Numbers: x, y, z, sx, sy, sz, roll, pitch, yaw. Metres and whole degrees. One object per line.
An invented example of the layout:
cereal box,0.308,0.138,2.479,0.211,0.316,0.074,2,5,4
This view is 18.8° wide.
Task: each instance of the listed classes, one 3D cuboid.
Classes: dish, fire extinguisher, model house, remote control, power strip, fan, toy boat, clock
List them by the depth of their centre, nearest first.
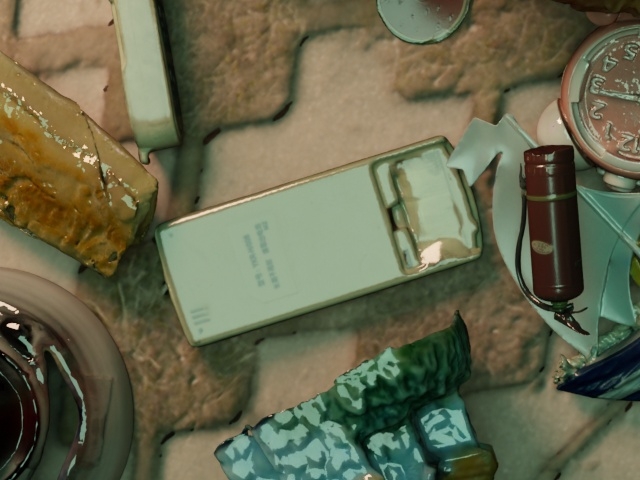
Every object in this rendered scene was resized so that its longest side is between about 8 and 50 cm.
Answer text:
model house,0.070,0.215,1.598,0.226,0.261,0.241,-28,84,5
fire extinguisher,0.192,-0.001,1.633,0.045,0.078,0.157,-13,101,-37
toy boat,0.226,0.007,1.659,0.291,0.067,0.220,43,113,-1
clock,0.281,-0.120,1.679,0.166,0.093,0.162,18,99,11
dish,-0.311,0.159,1.711,0.273,0.134,0.273,0,89,6
remote control,0.000,0.000,1.731,0.285,0.038,0.123,-19,87,4
power strip,-0.165,-0.211,1.733,0.048,0.080,0.286,-9,88,5
fan,0.099,-0.242,1.741,0.085,0.005,0.133,16,91,8

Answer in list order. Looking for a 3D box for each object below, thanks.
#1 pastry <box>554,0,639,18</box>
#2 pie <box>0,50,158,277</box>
pastry,0.207,-0.348,1.571,0.405,0.292,0.337,-23,69,-21
pie,-0.271,-0.085,1.742,0.282,0.068,0.128,36,114,8
